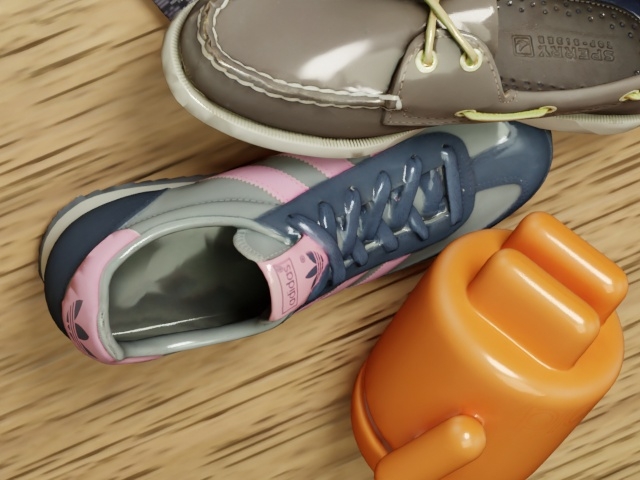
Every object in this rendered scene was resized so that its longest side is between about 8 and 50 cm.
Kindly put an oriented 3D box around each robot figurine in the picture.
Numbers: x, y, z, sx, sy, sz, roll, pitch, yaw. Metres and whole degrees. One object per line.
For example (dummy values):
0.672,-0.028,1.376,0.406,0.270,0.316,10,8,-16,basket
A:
0.094,0.081,0.947,0.128,0.158,0.219,10,139,-19,robot figurine

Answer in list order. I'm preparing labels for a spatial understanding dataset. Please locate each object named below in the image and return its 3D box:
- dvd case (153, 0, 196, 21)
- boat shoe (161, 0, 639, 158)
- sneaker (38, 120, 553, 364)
-0.059,-0.217,0.872,0.164,0.018,0.221,-39,116,4,dvd case
0.077,-0.112,0.868,0.324,0.097,0.116,-1,74,-24,boat shoe
0.000,0.000,0.911,0.319,0.131,0.112,-20,114,-6,sneaker
